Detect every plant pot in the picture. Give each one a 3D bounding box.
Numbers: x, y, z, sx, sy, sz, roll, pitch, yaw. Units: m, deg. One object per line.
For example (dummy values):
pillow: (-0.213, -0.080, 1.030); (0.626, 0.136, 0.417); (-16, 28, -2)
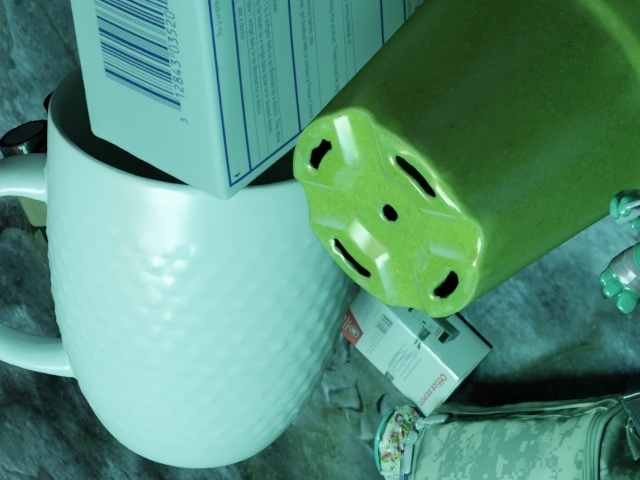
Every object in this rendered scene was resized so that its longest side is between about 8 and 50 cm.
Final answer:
plant pot: (0.126, -0.081, 1.411); (0.276, 0.254, 0.276); (31, 142, 28)

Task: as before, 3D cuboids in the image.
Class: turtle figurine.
turtle figurine: (0.299, 0.017, 1.366); (0.175, 0.118, 0.234); (50, 163, 7)

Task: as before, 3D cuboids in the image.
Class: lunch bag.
lunch bag: (0.228, 0.267, 1.699); (0.305, 0.213, 0.256); (-13, 96, 54)

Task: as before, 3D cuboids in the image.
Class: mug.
mug: (-0.154, 0.024, 1.632); (0.374, 0.276, 0.328); (3, 122, -4)

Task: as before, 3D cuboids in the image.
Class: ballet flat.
ballet flat: (0.110, 0.239, 1.898); (0.077, 0.091, 0.241); (20, 159, 18)

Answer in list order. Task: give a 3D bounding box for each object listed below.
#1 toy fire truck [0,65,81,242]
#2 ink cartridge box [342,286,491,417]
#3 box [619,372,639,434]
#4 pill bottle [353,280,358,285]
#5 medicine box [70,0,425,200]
toy fire truck: (-0.154, -0.084, 1.807); (0.246, 0.217, 0.158); (-4, 121, 35)
ink cartridge box: (0.092, 0.097, 1.816); (0.135, 0.056, 0.099); (45, 148, 9)
box: (0.372, 0.175, 1.514); (0.184, 0.045, 0.190); (-20, 108, 32)
pill bottle: (0.000, 0.000, 1.794); (0.169, 0.094, 0.094); (-6, 118, 52)
medicine box: (-0.048, -0.228, 1.440); (0.149, 0.289, 0.263); (26, 141, 29)
